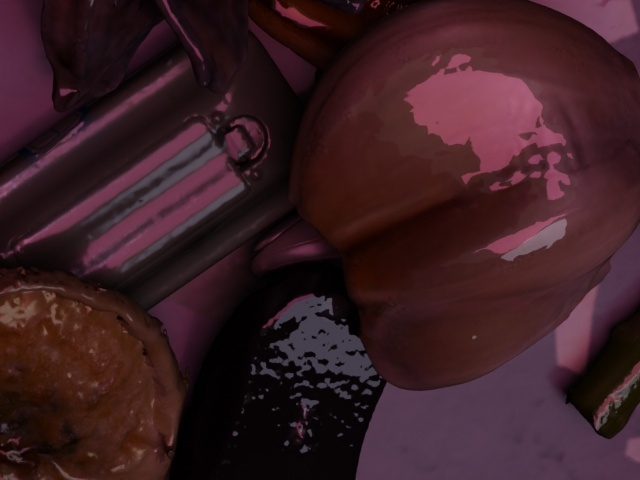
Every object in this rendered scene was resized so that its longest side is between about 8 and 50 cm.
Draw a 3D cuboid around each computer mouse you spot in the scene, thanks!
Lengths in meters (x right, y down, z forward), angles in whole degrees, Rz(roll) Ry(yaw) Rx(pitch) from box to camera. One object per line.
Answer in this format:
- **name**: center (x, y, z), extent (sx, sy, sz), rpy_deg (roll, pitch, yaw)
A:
- **computer mouse**: center (-0.023, 0.108, 1.230), extent (0.122, 0.073, 0.217), rpy_deg (12, 107, -19)
- **computer mouse**: center (0.000, -0.002, 1.213), extent (0.096, 0.066, 0.039), rpy_deg (-9, 78, -9)

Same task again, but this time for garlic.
- **garlic**: center (0.099, -0.039, 1.123), extent (0.228, 0.110, 0.217), rpy_deg (-31, 105, -5)

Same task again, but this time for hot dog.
- **hot dog**: center (0.059, -0.122, 1.193), extent (0.250, 0.076, 0.104), rpy_deg (25, 78, -21)

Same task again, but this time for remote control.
- **remote control**: center (-0.154, 0.004, 1.178), extent (0.335, 0.065, 0.128), rpy_deg (-35, 111, -2)

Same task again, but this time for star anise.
- **star anise**: center (-0.085, -0.235, 1.070), extent (0.316, 0.139, 0.359), rpy_deg (31, 120, 13)

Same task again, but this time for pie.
- **pie**: center (-0.204, 0.127, 1.153), extent (0.274, 0.055, 0.274), rpy_deg (-18, 134, -20)

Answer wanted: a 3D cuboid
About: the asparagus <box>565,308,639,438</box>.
- **asparagus**: center (0.235, 0.054, 1.292), extent (0.178, 0.045, 0.041), rpy_deg (-50, 142, 3)
